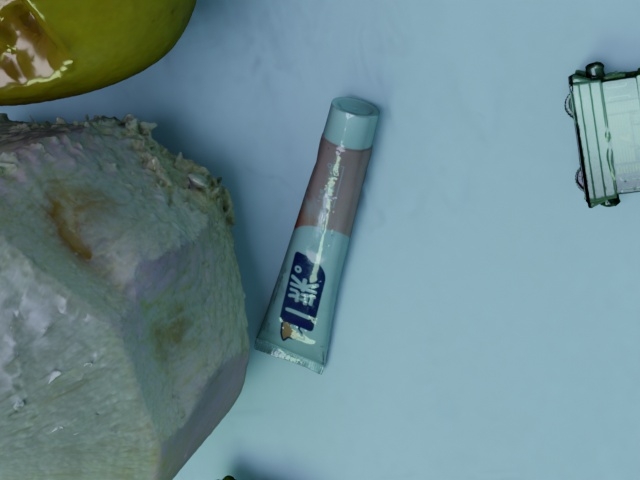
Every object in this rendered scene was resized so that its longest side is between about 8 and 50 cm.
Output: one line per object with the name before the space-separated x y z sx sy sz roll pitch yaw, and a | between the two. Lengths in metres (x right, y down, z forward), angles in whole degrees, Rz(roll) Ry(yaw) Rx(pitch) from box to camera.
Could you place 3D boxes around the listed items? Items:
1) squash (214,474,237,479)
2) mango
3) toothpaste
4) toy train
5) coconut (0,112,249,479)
squash | 0.011 0.270 0.954 0.069 0.069 0.258 -42 89 26
mango | -0.239 -0.211 0.807 0.365 0.253 0.182 19 137 22
toothpaste | 0.000 0.000 0.895 0.056 0.036 0.205 22 116 14
toy train | 0.186 -0.067 0.802 0.056 0.038 0.093 -7 103 20
coconut | -0.204 0.060 0.831 0.298 0.309 0.297 6 111 17
